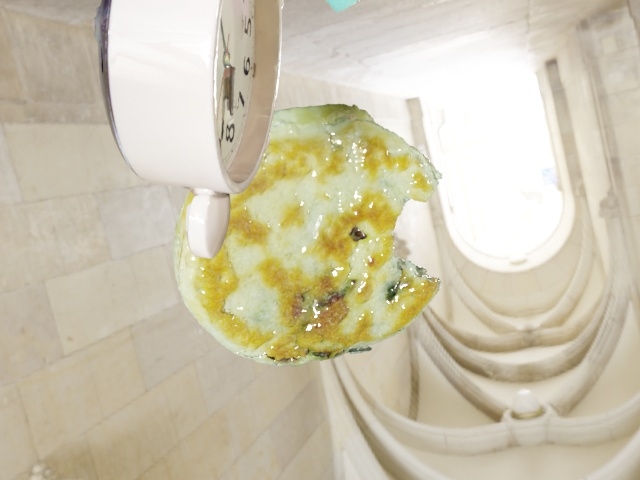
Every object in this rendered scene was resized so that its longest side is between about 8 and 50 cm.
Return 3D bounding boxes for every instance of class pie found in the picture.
[{"bbox_3d":[-0.008,0.001,0.725,0.303,0.302,0.067,-15,-160,-14],"label":"pie"}]

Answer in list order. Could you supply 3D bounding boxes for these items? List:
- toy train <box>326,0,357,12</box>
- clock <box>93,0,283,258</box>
[{"bbox_3d":[0.001,-0.361,0.721,0.159,0.248,0.101,-29,-151,28],"label":"toy train"},{"bbox_3d":[-0.066,-0.105,0.390,0.063,0.229,0.155,9,-170,6],"label":"clock"}]
